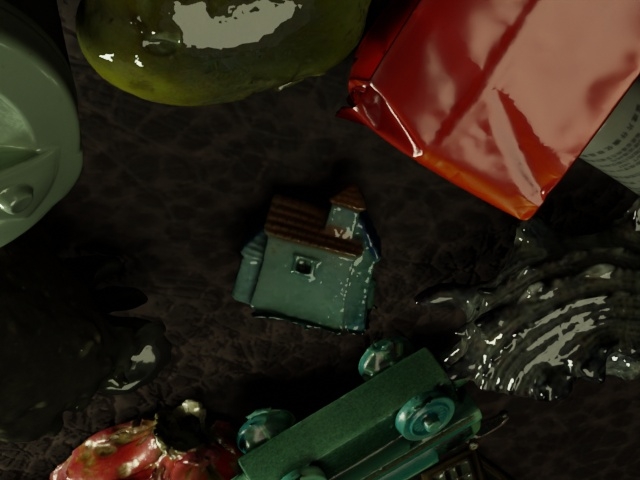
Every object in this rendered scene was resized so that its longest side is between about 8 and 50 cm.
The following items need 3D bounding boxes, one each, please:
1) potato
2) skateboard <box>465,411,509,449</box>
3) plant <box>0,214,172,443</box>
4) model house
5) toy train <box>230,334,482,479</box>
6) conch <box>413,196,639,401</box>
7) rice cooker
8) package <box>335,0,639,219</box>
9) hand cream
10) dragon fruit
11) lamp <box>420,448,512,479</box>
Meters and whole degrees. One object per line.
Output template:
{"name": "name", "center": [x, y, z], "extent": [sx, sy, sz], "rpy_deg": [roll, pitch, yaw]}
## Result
{"name": "potato", "center": [-0.072, -0.191, 1.175], "extent": [0.228, 0.149, 0.197], "rpy_deg": [2, 152, -20]}
{"name": "skateboard", "center": [0.185, 0.211, 1.778], "extent": [0.064, 0.032, 0.083], "rpy_deg": [-33, 138, 9]}
{"name": "plant", "center": [-0.291, 0.077, 1.393], "extent": [0.199, 0.188, 0.276], "rpy_deg": [-40, 151, 20]}
{"name": "model house", "center": [0.000, 0.000, 1.451], "extent": [0.148, 0.119, 0.149], "rpy_deg": [17, 110, 1]}
{"name": "toy train", "center": [0.044, 0.236, 1.668], "extent": [0.298, 0.120, 0.194], "rpy_deg": [-30, 140, -4]}
{"name": "conch", "center": [0.261, 0.070, 1.543], "extent": [0.313, 0.186, 0.241], "rpy_deg": [-16, 166, -12]}
{"name": "rice cooker", "center": [-0.321, -0.132, 1.071], "extent": [0.288, 0.277, 0.288], "rpy_deg": [-10, 142, -8]}
{"name": "package", "center": [0.182, -0.207, 1.179], "extent": [0.196, 0.123, 0.424], "rpy_deg": [29, 121, -9]}
{"name": "hand cream", "center": [0.313, -0.098, 1.413], "extent": [0.139, 0.089, 0.314], "rpy_deg": [-28, 141, 34]}
{"name": "dragon fruit", "center": [-0.171, 0.279, 1.690], "extent": [0.262, 0.134, 0.212], "rpy_deg": [1, 133, -14]}
{"name": "lamp", "center": [0.256, 0.380, 1.937], "extent": [0.090, 0.089, 0.325], "rpy_deg": [-32, 135, 21]}
